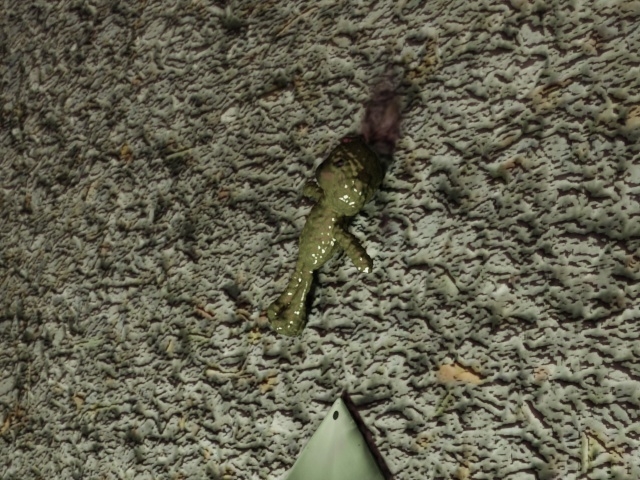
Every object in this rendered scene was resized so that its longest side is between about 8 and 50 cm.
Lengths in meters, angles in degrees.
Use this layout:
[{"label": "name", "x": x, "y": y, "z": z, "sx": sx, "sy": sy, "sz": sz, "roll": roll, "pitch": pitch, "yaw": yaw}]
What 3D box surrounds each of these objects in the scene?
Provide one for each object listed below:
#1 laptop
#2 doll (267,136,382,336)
[{"label": "laptop", "x": 0.030, "y": 0.357, "z": 2.217, "sx": 0.187, "sy": 0.015, "sz": 0.269, "roll": -59, "pitch": 38, "yaw": 26}, {"label": "doll", "x": -0.001, "y": -0.012, "z": 2.333, "sx": 0.286, "sy": 0.091, "sz": 0.202, "roll": 129, "pitch": 151, "yaw": -49}]
